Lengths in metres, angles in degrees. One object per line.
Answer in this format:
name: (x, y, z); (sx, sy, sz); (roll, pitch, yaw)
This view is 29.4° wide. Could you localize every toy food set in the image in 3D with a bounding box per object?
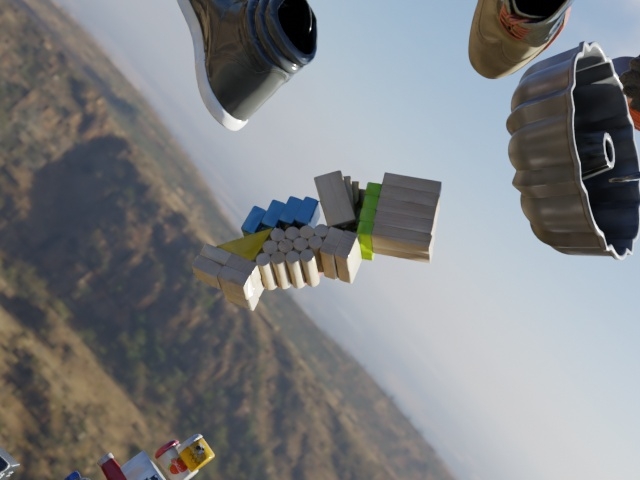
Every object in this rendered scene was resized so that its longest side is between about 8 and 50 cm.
toy food set: (-0.266, 0.320, 1.655); (0.104, 0.232, 0.111); (53, -8, 9)

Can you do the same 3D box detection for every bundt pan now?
bundt pan: (0.375, -0.126, 1.828); (0.331, 0.124, 0.331); (22, 64, -56)

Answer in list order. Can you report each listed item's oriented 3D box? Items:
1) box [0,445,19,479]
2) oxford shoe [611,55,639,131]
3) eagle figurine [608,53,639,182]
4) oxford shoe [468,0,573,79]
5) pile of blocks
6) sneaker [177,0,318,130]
box: (-0.484, 0.219, 1.303); (0.261, 0.184, 0.103); (44, -13, 2)
oxford shoe: (0.586, -0.292, 2.325); (0.130, 0.133, 0.363); (30, 3, -19)
eagle figurine: (0.522, -0.125, 1.493); (0.298, 0.225, 0.226); (22, 9, -4)
oxford shoe: (0.249, -0.301, 1.512); (0.123, 0.130, 0.348); (35, -32, 6)
pile of blocks: (0.000, 0.000, 1.726); (0.112, 0.362, 0.149); (80, -2, -63)
sneaker: (-0.085, -0.281, 1.433); (0.104, 0.147, 0.296); (29, 38, -50)
